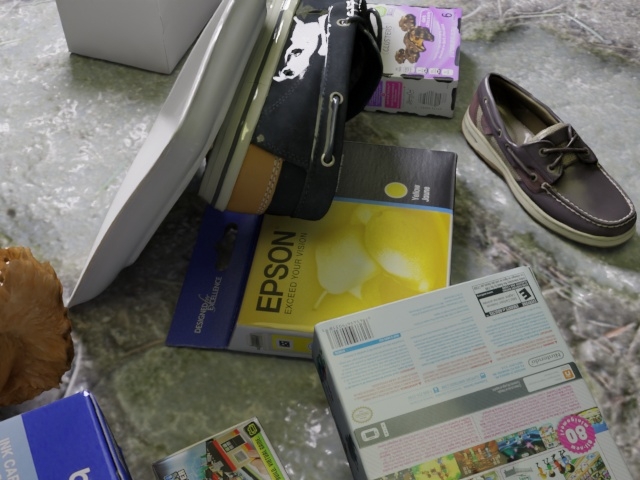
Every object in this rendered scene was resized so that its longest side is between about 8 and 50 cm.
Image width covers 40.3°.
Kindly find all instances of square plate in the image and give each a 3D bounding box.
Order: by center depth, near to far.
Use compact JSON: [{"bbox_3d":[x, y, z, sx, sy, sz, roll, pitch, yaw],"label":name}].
[{"bbox_3d":[-0.160,-0.123,0.980,0.049,0.347,0.344,27,49,-15],"label":"square plate"}]

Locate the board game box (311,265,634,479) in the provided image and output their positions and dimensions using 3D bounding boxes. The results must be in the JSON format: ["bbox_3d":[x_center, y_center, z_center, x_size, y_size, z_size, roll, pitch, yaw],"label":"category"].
[{"bbox_3d":[0.142,0.197,0.784,0.224,0.097,0.303,-14,63,-12],"label":"board game box"}]

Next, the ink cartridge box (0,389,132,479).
[{"bbox_3d":[-0.256,0.274,0.648,0.395,0.270,0.151,-21,56,-16],"label":"ink cartridge box"}]

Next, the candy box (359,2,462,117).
[{"bbox_3d":[0.098,-0.260,1.237,0.196,0.070,0.165,5,50,6],"label":"candy box"}]

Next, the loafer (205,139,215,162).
[{"bbox_3d":[-0.117,-0.154,1.152,0.056,0.050,0.148,-13,32,34],"label":"loafer"}]

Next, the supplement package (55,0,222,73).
[{"bbox_3d":[-0.252,-0.419,1.309,0.175,0.178,0.293,15,50,12],"label":"supplement package"}]

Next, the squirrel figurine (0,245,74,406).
[{"bbox_3d":[-0.455,0.094,0.809,0.370,0.397,0.281,-17,78,25],"label":"squirrel figurine"}]

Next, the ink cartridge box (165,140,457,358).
[{"bbox_3d":[0.000,0.000,1.018,0.307,0.072,0.304,7,50,4],"label":"ink cartridge box"}]

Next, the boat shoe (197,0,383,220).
[{"bbox_3d":[-0.004,-0.221,1.059,0.156,0.187,0.500,20,53,-6],"label":"boat shoe"}]

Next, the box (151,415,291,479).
[{"bbox_3d":[-0.065,0.273,0.801,0.114,0.036,0.207,-22,53,-17],"label":"box"}]

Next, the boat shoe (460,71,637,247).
[{"bbox_3d":[0.281,-0.107,1.088,0.102,0.092,0.285,-23,53,-19],"label":"boat shoe"}]
